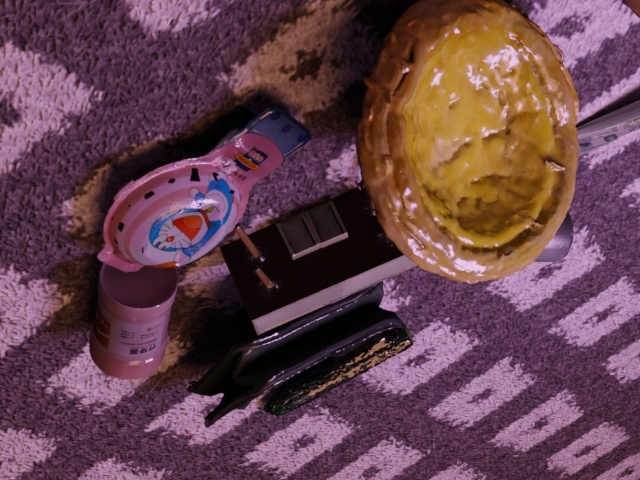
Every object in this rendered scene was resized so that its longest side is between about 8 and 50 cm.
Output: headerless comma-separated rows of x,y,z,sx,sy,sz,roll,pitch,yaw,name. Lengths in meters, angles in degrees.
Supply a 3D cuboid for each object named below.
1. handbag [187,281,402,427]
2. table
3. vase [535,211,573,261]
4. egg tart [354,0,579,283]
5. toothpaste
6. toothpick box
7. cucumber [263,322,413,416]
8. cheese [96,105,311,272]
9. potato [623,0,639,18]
-0.037,0.154,1.865,0.247,0.079,0.260,-24,173,-27,handbag
0.000,0.000,1.718,0.240,0.122,0.111,-24,147,-5,table
0.245,-0.010,1.917,0.214,0.086,0.086,-1,140,-27,vase
0.152,-0.121,1.571,0.345,0.132,0.345,-6,100,-38,egg tart
0.421,-0.164,1.847,0.218,0.041,0.064,-23,147,17,toothpaste
-0.234,0.092,1.704,0.098,0.098,0.149,-10,143,-23,toothpick box
0.023,0.200,2.085,0.256,0.043,0.044,-29,142,6,cucumber
-0.139,-0.055,1.590,0.286,0.074,0.189,-37,148,13,cheese
0.467,-0.332,1.597,0.239,0.116,0.299,-20,146,-2,potato
